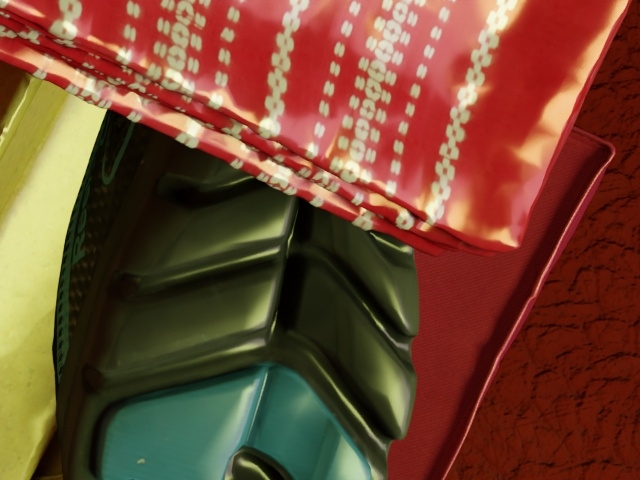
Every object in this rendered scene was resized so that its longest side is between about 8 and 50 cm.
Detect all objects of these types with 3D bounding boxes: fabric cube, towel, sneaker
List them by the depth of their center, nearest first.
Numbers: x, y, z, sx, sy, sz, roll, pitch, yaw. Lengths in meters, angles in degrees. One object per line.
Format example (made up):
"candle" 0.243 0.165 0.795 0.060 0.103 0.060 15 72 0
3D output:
"towel" -0.010 -0.119 0.386 0.031 0.275 0.199 31 -84 49
"sneaker" -0.006 -0.075 0.530 0.341 0.125 0.139 -66 -157 8
"fabric cube" 0.000 0.000 1.064 0.259 0.254 0.258 -62 175 4

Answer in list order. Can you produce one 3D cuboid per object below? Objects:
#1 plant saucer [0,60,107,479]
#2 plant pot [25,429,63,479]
"plant saucer" -0.119 -0.015 0.642 0.333 0.081 0.333 -62 176 -3
"plant pot" -0.090 0.028 0.836 0.236 0.032 0.236 -30 -136 35
